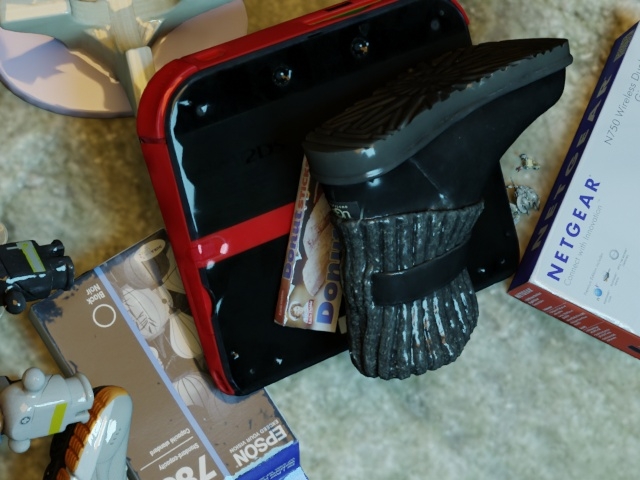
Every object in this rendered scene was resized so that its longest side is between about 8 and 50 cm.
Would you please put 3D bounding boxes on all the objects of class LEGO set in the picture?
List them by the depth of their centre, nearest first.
[{"bbox_3d":[0.226,-0.056,2.020,0.054,0.023,0.083,12,74,-40],"label":"LEGO set"}]

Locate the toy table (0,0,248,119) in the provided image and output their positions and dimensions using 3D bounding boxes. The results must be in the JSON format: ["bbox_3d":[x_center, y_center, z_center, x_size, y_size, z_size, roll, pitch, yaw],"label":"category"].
[{"bbox_3d":[-0.203,-0.233,1.906,0.274,0.161,0.252,-22,84,-14],"label":"toy table"}]

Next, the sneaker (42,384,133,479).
[{"bbox_3d":[-0.215,0.270,1.827,0.121,0.099,0.262,13,101,-22],"label":"sneaker"}]

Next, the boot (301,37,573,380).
[{"bbox_3d":[0.137,-0.040,1.858,0.348,0.131,0.260,-30,116,-29],"label":"boot"}]

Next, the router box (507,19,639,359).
[{"bbox_3d":[0.408,-0.026,2.034,0.301,0.082,0.335,26,75,-6],"label":"router box"}]

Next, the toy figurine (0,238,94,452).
[{"bbox_3d":[-0.328,0.102,1.776,0.148,0.213,0.209,-10,94,-31],"label":"toy figurine"}]

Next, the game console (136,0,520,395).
[{"bbox_3d":[0.017,-0.062,1.895,0.387,0.060,0.342,-22,109,-26],"label":"game console"}]

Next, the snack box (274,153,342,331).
[{"bbox_3d":[0.000,0.000,1.847,0.064,0.022,0.178,9,93,-33],"label":"snack box"}]

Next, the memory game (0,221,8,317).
[{"bbox_3d":[-0.404,0.028,1.888,0.186,0.012,0.186,2,79,-11],"label":"memory game"}]

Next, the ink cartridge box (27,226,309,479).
[{"bbox_3d":[-0.144,0.168,1.890,0.165,0.065,0.332,-33,88,-16],"label":"ink cartridge box"}]
